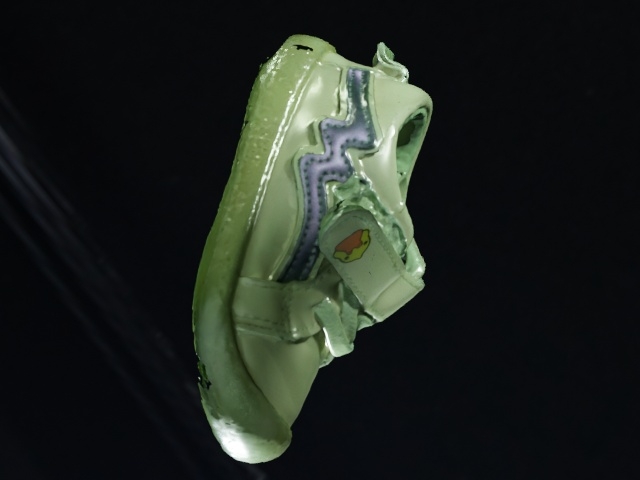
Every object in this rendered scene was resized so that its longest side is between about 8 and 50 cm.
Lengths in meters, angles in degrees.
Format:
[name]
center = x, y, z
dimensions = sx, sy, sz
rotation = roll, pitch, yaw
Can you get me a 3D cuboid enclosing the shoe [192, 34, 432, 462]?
[shoe]
center = -0.007, -0.001, 1.100
dimensions = 0.128, 0.262, 0.140
rotation = 1, -21, 24
